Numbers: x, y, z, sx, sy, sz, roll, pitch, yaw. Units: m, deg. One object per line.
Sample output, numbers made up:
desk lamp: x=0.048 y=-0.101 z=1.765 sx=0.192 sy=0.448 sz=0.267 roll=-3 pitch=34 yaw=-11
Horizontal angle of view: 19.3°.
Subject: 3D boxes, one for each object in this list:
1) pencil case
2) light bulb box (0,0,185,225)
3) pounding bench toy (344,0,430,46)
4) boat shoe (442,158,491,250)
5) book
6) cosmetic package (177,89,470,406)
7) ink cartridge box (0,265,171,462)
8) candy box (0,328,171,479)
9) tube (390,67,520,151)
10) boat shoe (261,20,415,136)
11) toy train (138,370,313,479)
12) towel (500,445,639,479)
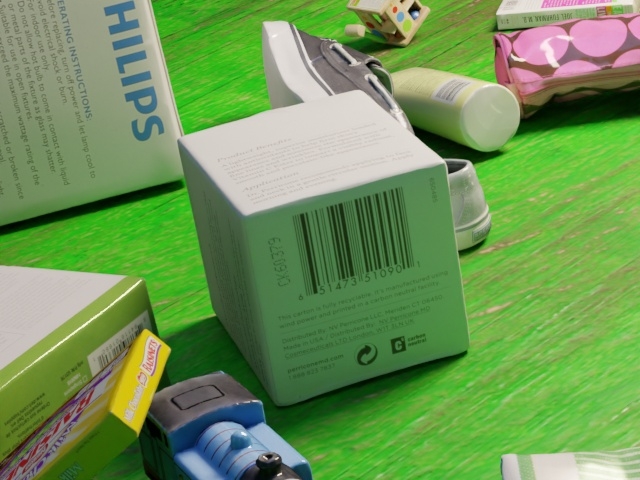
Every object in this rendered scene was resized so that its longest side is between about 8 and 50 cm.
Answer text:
pencil case: x=0.264 y=-0.163 z=1.714 sx=0.209 sy=0.095 sz=0.098 roll=-10 pitch=39 yaw=6
light bulb box: x=-0.346 y=-0.166 z=1.800 sx=0.361 sy=0.225 sz=0.358 roll=-16 pitch=24 yaw=-10
pounding bench toy: x=0.065 y=-0.231 z=1.990 sx=0.052 sy=0.065 sz=0.083 roll=16 pitch=66 yaw=45
boat shoe: x=0.030 y=-0.042 z=1.537 sx=0.227 sy=0.081 sz=0.079 roll=3 pitch=27 yaw=28
book: x=0.266 y=-0.255 z=1.992 sx=0.144 sy=0.035 sz=0.096 roll=-2 pitch=28 yaw=20
cosmetic package: x=0.000 y=0.000 z=1.366 sx=0.151 sy=0.151 sz=0.183 roll=-15 pitch=24 yaw=-12
ink cartridge box: x=-0.264 y=0.097 z=1.329 sx=0.255 sy=0.097 sz=0.189 roll=4 pitch=27 yaw=33
candy box: x=-0.173 y=0.144 z=1.128 sx=0.206 sy=0.027 sz=0.105 roll=-42 pitch=16 yaw=21
tube: x=0.103 y=-0.131 z=1.754 sx=0.070 sy=0.062 sz=0.240 roll=28 pitch=0 yaw=-28
boat shoe: x=0.015 y=-0.132 z=1.722 sx=0.102 sy=0.108 sz=0.301 roll=-11 pitch=23 yaw=-10
toy train: x=-0.046 y=0.151 z=1.098 sx=0.080 sy=0.105 sz=0.184 roll=-20 pitch=25 yaw=-20
towel: x=0.265 y=0.163 z=1.029 sx=0.325 sy=0.038 sz=0.248 roll=-9 pitch=23 yaw=4
